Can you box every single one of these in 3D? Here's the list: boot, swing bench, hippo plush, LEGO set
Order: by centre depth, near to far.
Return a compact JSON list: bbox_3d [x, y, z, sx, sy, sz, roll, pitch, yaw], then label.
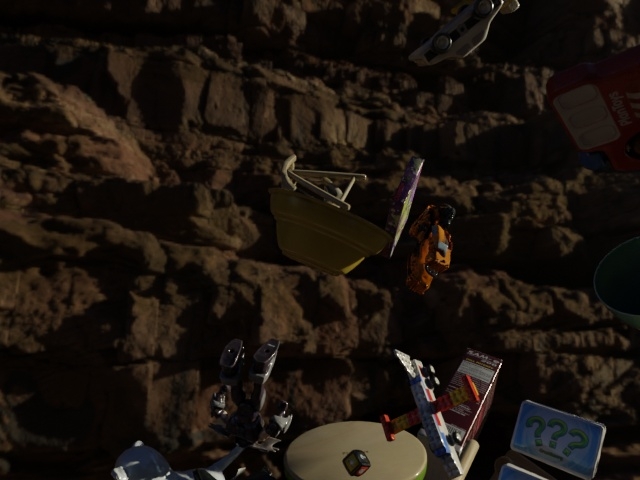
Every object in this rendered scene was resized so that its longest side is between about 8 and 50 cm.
[{"bbox_3d":[0.128,0.225,0.545,0.244,0.182,0.060,12,-13,42],"label":"LEGO set"},{"bbox_3d":[-0.117,0.348,0.768,0.099,0.045,0.121,-20,25,-24],"label":"boot"},{"bbox_3d":[-0.331,0.539,1.123,0.237,0.294,0.234,31,3,-9],"label":"hippo plush"},{"bbox_3d":[-0.015,-0.091,1.672,0.255,0.165,0.253,17,-44,13],"label":"swing bench"}]

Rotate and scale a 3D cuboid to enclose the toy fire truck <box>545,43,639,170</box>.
[{"bbox_3d":[0.514,-0.200,0.843,0.254,0.169,0.302,-16,-32,34],"label":"toy fire truck"}]

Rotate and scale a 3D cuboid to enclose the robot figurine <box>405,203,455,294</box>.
[{"bbox_3d":[0.326,0.010,1.649,0.085,0.291,0.211,24,-48,-11],"label":"robot figurine"}]

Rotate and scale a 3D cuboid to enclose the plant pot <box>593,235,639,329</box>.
[{"bbox_3d":[0.959,0.151,1.547,0.290,0.290,0.195,-15,-52,41],"label":"plant pot"}]

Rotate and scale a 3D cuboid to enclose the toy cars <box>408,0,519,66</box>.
[{"bbox_3d":[0.322,-0.448,1.089,0.087,0.393,0.176,48,-34,-15],"label":"toy cars"}]

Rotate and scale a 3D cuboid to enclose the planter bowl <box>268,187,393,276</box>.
[{"bbox_3d":[0.000,0.000,0.880,0.217,0.090,0.217,21,-5,2],"label":"planter bowl"}]

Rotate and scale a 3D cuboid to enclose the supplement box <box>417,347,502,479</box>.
[{"bbox_3d":[0.239,0.311,0.950,0.073,0.130,0.239,18,33,27],"label":"supplement box"}]

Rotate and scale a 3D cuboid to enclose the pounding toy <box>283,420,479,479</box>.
[{"bbox_3d":[0.070,0.323,0.695,0.237,0.110,0.183,1,7,25],"label":"pounding toy"}]

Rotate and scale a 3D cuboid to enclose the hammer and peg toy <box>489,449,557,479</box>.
[{"bbox_3d":[0.320,0.514,0.948,0.127,0.266,0.361,39,-8,-34],"label":"hammer and peg toy"}]

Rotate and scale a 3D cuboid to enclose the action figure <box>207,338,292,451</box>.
[{"bbox_3d":[-0.150,0.340,1.157,0.185,0.099,0.285,9,-60,4],"label":"action figure"}]

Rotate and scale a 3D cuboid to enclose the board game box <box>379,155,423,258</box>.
[{"bbox_3d":[0.281,-0.108,1.920,0.056,0.208,0.347,25,-30,14],"label":"board game box"}]
